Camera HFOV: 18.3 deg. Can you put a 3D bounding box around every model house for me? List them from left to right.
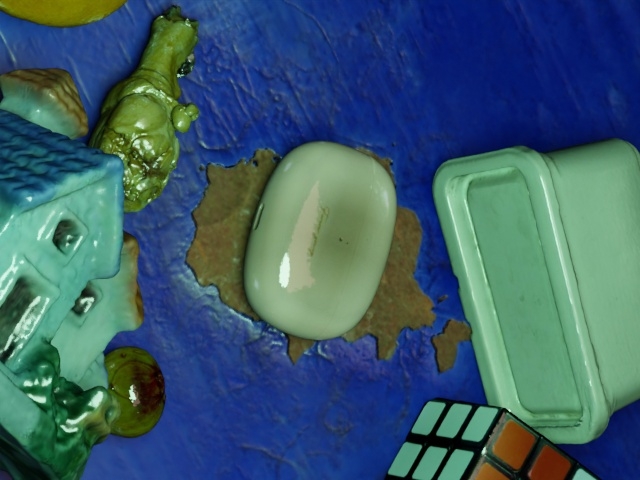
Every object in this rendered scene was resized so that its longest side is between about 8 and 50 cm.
[{"bbox_3d":[-0.250,0.018,1.768,0.329,0.252,0.295,-59,139,-20],"label":"model house"}]

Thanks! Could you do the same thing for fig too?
[{"bbox_3d":[-0.197,0.151,1.916,0.098,0.082,0.084,-16,116,12],"label":"fig"}]

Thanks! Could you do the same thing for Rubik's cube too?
[{"bbox_3d":[0.170,0.270,2.045,0.160,0.162,0.163,37,72,-21],"label":"Rubik's cube"}]

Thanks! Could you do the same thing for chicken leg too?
[{"bbox_3d":[-0.161,-0.130,1.917,0.088,0.103,0.227,25,73,-9],"label":"chicken leg"}]

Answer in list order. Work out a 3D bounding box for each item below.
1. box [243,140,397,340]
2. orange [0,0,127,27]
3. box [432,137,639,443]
[{"bbox_3d":[0.000,0.000,2.003,0.146,0.088,0.200,21,80,-24],"label":"box"},{"bbox_3d":[-0.248,-0.313,1.829,0.249,0.183,0.249,2,87,-27],"label":"orange"},{"bbox_3d":[0.266,0.042,2.099,0.182,0.175,0.311,-16,94,-35],"label":"box"}]
